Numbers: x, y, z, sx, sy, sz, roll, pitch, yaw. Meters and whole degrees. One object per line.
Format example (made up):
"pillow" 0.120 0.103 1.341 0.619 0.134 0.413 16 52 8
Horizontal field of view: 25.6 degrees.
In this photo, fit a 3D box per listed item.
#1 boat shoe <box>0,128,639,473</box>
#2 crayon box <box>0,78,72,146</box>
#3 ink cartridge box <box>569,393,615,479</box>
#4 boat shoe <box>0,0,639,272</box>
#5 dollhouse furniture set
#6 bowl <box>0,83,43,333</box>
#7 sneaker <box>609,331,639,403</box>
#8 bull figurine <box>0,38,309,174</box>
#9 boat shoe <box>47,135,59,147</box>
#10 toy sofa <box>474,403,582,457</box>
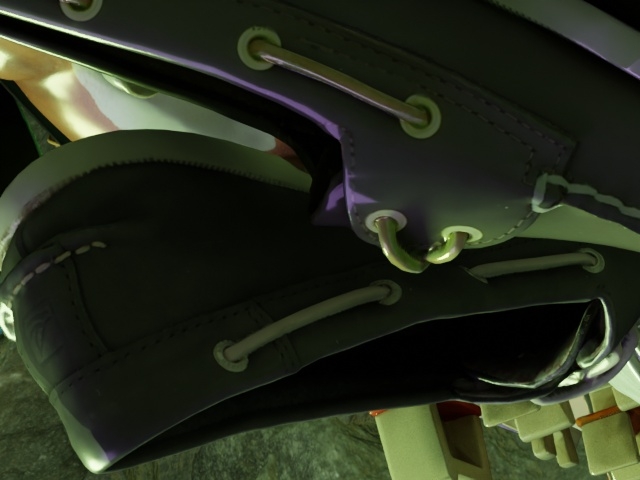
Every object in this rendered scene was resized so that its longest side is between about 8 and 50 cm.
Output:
"boat shoe" 0.039 0.033 0.516 0.335 0.112 0.095 3 -125 -39
"crayon box" -0.150 -0.089 1.066 0.202 0.081 0.318 46 177 -4
"ink cartridge box" 0.270 0.166 1.302 0.275 0.060 0.239 29 -138 -51
"boat shoe" 0.014 -0.046 0.410 0.305 0.091 0.109 27 179 -7
"dollhouse furniture set" 0.168 0.100 1.060 0.259 0.135 0.262 -23 152 24
"bowl" -0.303 -0.108 0.907 0.391 0.077 0.391 56 -170 -14
"sneaker" 0.264 0.099 0.791 0.292 0.108 0.169 29 -178 -8
"bull figurine" -0.046 -0.069 0.612 0.188 0.101 0.310 21 177 42
"boat shoe" -0.225 -0.125 1.509 0.123 0.123 0.342 27 179 14
"toy sofa" 0.215 0.134 1.703 0.150 0.177 0.362 26 179 37
